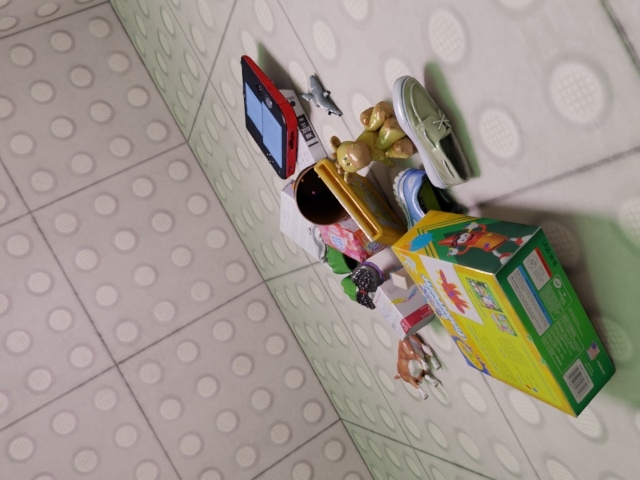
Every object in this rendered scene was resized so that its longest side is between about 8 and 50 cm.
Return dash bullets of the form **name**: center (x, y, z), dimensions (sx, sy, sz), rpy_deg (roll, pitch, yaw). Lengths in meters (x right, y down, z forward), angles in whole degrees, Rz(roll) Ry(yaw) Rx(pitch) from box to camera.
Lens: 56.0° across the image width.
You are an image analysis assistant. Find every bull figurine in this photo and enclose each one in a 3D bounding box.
- **bull figurine**: center (0.351, 0.472, 2.244), dimensions (0.188, 0.101, 0.310), rpy_deg (39, 153, 38)

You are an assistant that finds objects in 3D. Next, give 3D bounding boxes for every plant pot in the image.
- **plant pot**: center (-0.008, -0.183, 2.108), dimensions (0.230, 0.216, 0.215), rpy_deg (-132, 19, -69)

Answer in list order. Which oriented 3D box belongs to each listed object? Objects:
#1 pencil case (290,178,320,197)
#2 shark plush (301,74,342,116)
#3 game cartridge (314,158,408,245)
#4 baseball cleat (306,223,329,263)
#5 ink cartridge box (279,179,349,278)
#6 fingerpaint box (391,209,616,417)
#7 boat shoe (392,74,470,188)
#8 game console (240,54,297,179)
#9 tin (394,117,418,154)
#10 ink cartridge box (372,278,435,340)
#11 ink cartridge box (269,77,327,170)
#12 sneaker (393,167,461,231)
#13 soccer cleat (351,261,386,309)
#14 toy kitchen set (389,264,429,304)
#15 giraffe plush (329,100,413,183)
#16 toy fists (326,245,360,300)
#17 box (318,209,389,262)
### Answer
- **pencil case**: center (-0.016, -0.154, 2.281), dimensions (0.236, 0.104, 0.104), rpy_deg (49, 157, 28)
- **shark plush**: center (0.005, -0.448, 1.900), dimensions (0.161, 0.073, 0.067), rpy_deg (56, 130, 26)
- **game cartridge**: center (0.143, -0.104, 1.773), dimensions (0.285, 0.053, 0.324), rpy_deg (53, -160, 19)
- **baseball cleat**: center (0.000, 0.000, 2.371), dimensions (0.109, 0.072, 0.205), rpy_deg (44, 153, 35)
- **ink cartridge box**: center (0.001, -0.038, 2.473), dimensions (0.385, 0.091, 0.308), rpy_deg (36, 153, 15)
- **fingerpaint box**: center (0.426, 0.155, 1.426), dimensions (0.444, 0.163, 0.371), rpy_deg (54, 164, -22)
- **boat shoe**: center (0.276, -0.265, 1.450), dimensions (0.094, 0.109, 0.302), rpy_deg (-3, 125, 52)
- **game console**: center (-0.197, -0.437, 2.207), dimensions (0.342, 0.060, 0.386), rpy_deg (51, 158, 22)
- **tin**: center (0.204, -0.287, 1.659), dimensions (0.190, 0.040, 0.106), rpy_deg (27, 146, 56)
- **ink cartridge box**: center (0.281, 0.216, 2.017), dimensions (0.176, 0.127, 0.128), rpy_deg (53, 158, 21)
- **ink cartridge box**: center (-0.100, -0.422, 2.167), dimensions (0.332, 0.065, 0.165), rpy_deg (62, 161, -8)
- **sneaker**: center (0.305, -0.037, 1.619), dimensions (0.329, 0.130, 0.147), rpy_deg (66, 162, -14)
- **soccer cleat**: center (0.180, 0.134, 2.108), dimensions (0.109, 0.116, 0.318), rpy_deg (26, 157, 18)
- **toy kitchen set**: center (0.299, 0.144, 1.820), dimensions (0.122, 0.166, 0.207), rpy_deg (27, 141, 57)
- **giraffe plush**: center (0.117, -0.250, 1.614), dimensions (0.181, 0.171, 0.210), rpy_deg (58, 159, 7)
- **toy fists**: center (0.120, 0.128, 2.329), dimensions (0.142, 0.096, 0.279), rpy_deg (-6, 120, 56)
- **box**: center (0.108, -0.034, 2.098), dimensions (0.257, 0.128, 0.122), rpy_deg (28, 142, 55)
